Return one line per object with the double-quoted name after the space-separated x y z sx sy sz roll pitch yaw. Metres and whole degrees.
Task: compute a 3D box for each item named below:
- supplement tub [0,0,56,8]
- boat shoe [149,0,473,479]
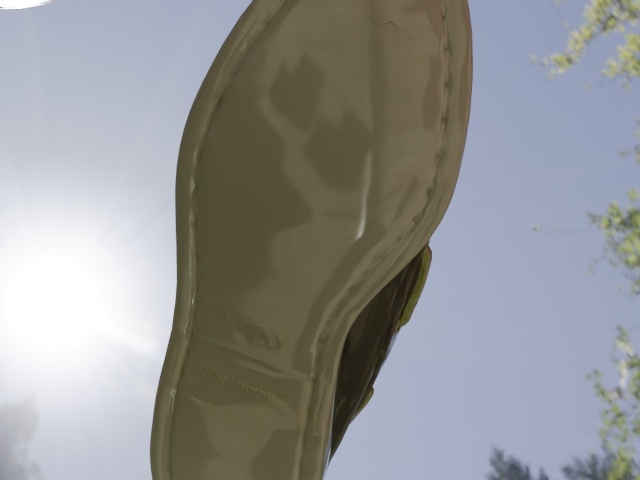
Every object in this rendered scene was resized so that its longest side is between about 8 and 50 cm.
-0.175 -0.248 0.651 0.235 0.325 0.235 -1 -84 -12 "supplement tub"
-0.004 -0.002 0.550 0.109 0.091 0.305 21 -59 8 "boat shoe"
